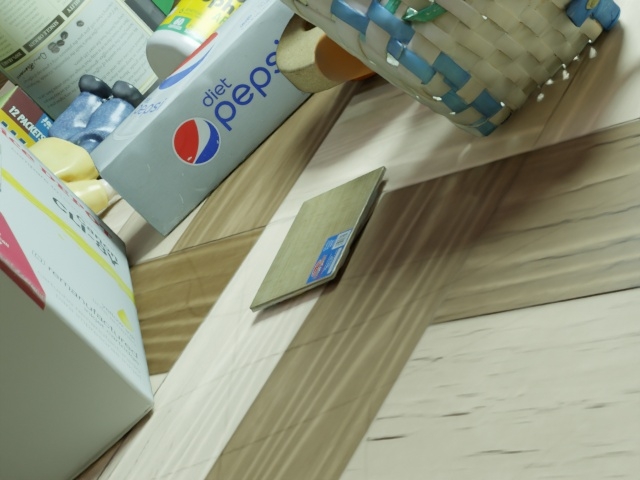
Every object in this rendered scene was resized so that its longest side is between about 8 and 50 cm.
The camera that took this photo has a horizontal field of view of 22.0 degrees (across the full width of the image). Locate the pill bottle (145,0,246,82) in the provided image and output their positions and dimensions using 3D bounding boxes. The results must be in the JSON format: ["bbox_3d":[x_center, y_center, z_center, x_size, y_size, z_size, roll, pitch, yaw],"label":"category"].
[{"bbox_3d":[-0.084,-0.246,1.775,0.208,0.117,0.117,-53,23,-22],"label":"pill bottle"}]

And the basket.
[{"bbox_3d":[0.125,-0.242,1.210,0.255,0.201,0.289,37,91,32],"label":"basket"}]

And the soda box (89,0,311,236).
[{"bbox_3d":[-0.093,-0.143,1.629,0.286,0.098,0.091,-45,21,1],"label":"soda box"}]

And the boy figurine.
[{"bbox_3d":[-0.295,-0.059,1.847,0.177,0.092,0.285,12,58,35],"label":"boy figurine"}]

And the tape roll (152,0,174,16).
[{"bbox_3d":[-0.354,-0.376,2.225,0.321,0.321,0.077,-43,21,5],"label":"tape roll"}]

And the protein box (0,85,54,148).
[{"bbox_3d":[-0.417,-0.046,1.983,0.201,0.136,0.200,-23,29,44],"label":"protein box"}]

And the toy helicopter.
[{"bbox_3d":[0.105,-0.243,1.408,0.355,0.140,0.235,-34,25,20],"label":"toy helicopter"}]

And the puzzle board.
[{"bbox_3d":[0.000,0.000,1.313,0.096,0.011,0.128,-23,30,42],"label":"puzzle board"}]

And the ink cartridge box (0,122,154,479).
[{"bbox_3d":[-0.305,0.026,1.446,0.160,0.279,0.385,-42,21,5],"label":"ink cartridge box"}]

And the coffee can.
[{"bbox_3d":[-0.319,-0.271,2.030,0.201,0.275,0.201,-37,23,18],"label":"coffee can"}]
